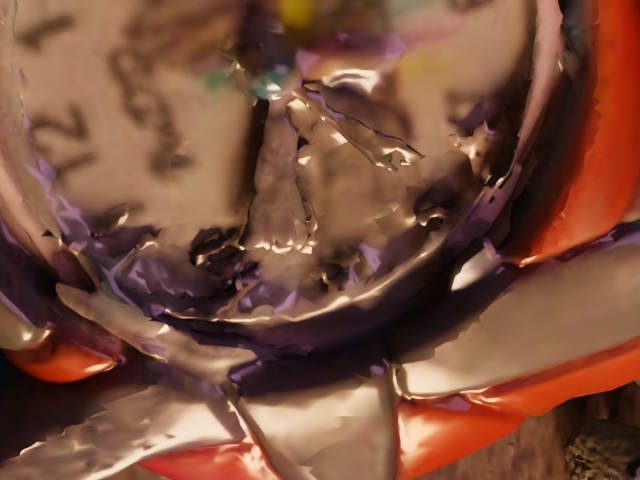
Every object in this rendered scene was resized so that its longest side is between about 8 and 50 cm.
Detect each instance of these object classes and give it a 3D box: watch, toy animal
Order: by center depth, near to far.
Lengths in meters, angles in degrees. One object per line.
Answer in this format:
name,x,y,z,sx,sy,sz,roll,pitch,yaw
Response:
watch,-0.071,-0.056,0.452,0.274,0.305,0.241,-106,176,-66
toy animal,0.245,0.178,0.933,0.253,0.070,0.079,32,62,1

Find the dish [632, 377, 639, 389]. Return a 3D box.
dish,0.204,-0.027,0.990,0.316,0.106,0.317,12,75,-58
